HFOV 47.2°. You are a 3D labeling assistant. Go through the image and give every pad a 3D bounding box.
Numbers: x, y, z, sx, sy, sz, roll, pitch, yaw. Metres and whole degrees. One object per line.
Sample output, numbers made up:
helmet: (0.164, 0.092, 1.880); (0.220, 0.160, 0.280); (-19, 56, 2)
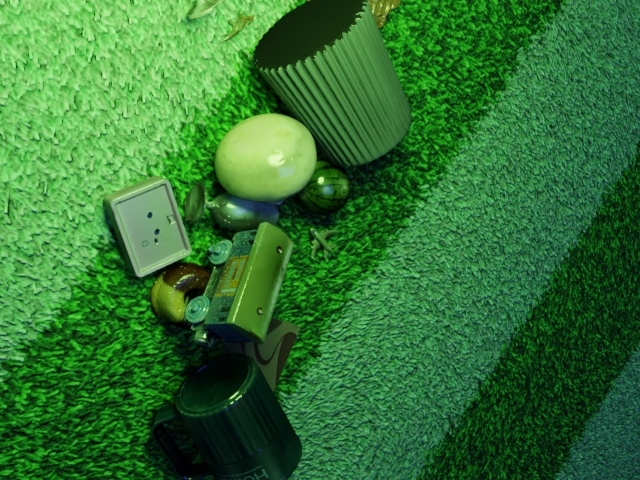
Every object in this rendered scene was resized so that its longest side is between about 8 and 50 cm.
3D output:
pad: (-0.197, 0.359, 1.982); (0.220, 0.004, 0.331); (21, 92, -37)

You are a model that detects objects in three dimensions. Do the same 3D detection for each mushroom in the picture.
mushroom: (-0.128, -0.180, 1.735); (0.246, 0.246, 0.202); (-33, 142, -22)

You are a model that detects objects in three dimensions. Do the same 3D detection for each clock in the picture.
clock: (-0.396, -0.035, 1.692); (0.150, 0.063, 0.197); (-27, 118, -25)

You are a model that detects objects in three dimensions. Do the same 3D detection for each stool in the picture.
stool: (0.043, -0.376, 1.760); (0.297, 0.297, 0.330); (-46, 129, -14)

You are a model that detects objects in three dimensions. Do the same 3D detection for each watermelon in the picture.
watermelon: (0.020, -0.139, 1.898); (0.187, 0.140, 0.141); (-9, 109, -38)

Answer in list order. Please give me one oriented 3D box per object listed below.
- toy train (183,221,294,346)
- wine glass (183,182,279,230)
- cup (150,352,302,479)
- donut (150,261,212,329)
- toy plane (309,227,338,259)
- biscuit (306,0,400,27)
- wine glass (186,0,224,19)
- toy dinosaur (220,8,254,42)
toy train: (-0.188, 0.107, 1.709); (0.131, 0.201, 0.300); (43, 51, -40)
wine glass: (-0.213, -0.072, 1.783); (0.222, 0.103, 0.103); (10, 98, -37)
cup: (-0.236, 0.466, 1.871); (0.242, 0.307, 0.292); (-57, 134, -48)
donut: (-0.317, 0.140, 1.795); (0.166, 0.073, 0.184); (-49, 126, -16)
toy plane: (0.000, 0.000, 1.986); (0.102, 0.040, 0.111); (-52, 125, -13)
biscuit: (0.090, -0.612, 1.865); (0.288, 0.044, 0.202); (-20, 114, -26)
wine glass: (-0.285, -0.580, 1.575); (0.122, 0.122, 0.183); (-41, 126, -18)
toy dinosaur: (-0.196, -0.503, 1.707); (0.113, 0.026, 0.041); (-45, 141, -25)
